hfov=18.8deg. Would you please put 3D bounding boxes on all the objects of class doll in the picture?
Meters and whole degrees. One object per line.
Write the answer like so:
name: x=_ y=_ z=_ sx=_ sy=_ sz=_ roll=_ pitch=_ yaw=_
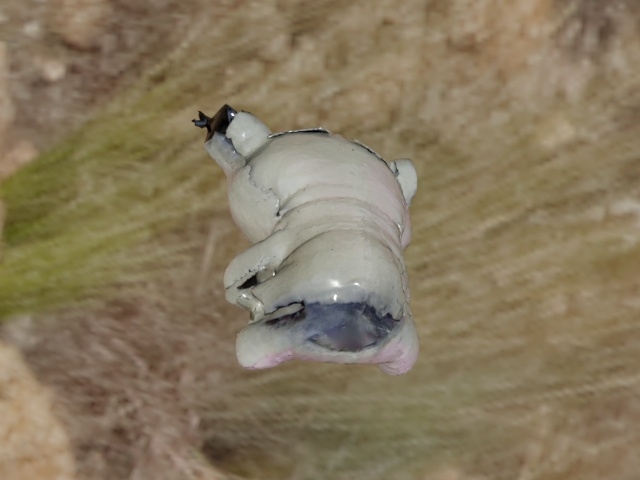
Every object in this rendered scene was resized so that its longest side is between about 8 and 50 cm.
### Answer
doll: x=0.000 y=0.000 z=1.186 sx=0.149 sy=0.192 sz=0.095 roll=8 pitch=134 yaw=-20
